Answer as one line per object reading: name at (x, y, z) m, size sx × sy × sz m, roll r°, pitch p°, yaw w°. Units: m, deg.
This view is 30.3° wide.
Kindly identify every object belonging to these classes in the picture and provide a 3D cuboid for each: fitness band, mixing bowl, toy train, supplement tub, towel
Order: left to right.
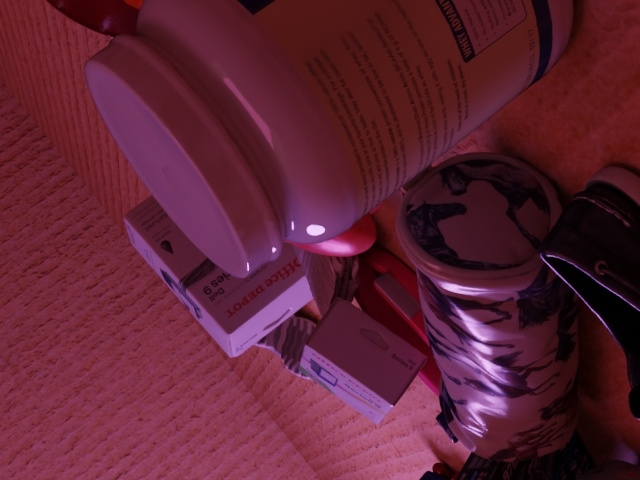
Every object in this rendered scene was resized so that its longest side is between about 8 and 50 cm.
mixing bowl at (-0.296, -0.371, 1.665) m, size 0.181 × 0.181 × 0.098 m, roll 45°, pitch 119°, yaw 24°
towel at (0.000, 0.000, 1.726) m, size 0.282 × 0.049 × 0.187 m, roll 103°, pitch 147°, yaw -72°
supplement tub at (0.007, -0.145, 0.917) m, size 0.235 × 0.325 × 0.235 m, roll 47°, pitch 164°, yaw 18°
fitness band at (0.143, 0.131, 1.685) m, size 0.291 × 0.054 × 0.209 m, roll 48°, pitch 167°, yaw 17°
toy train at (0.260, 0.489, 2.073) m, size 0.143 × 0.105 × 0.248 m, roll 45°, pitch 167°, yaw -15°

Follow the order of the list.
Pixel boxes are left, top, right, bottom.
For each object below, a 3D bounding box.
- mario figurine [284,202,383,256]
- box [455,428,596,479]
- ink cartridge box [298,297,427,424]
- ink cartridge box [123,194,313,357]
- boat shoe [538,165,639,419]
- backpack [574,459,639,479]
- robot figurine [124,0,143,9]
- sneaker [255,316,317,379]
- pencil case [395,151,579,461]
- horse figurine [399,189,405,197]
mario figurine at (-0.013, -0.127, 1.495) m, size 0.320 × 0.170 × 0.198 m, roll 59°, pitch -157°, yaw 13°
box at (0.250, 0.298, 1.431) m, size 0.051 × 0.220 × 0.175 m, roll -10°, pitch 121°, yaw 43°
ink cartridge box at (0.056, 0.178, 1.717) m, size 0.154 × 0.093 × 0.212 m, roll 34°, pitch 163°, yaw 5°
ink cartridge box at (-0.162, 0.021, 2.019) m, size 0.289 × 0.211 × 0.121 m, roll 46°, pitch 162°, yaw 17°
boat shoe at (0.304, 0.104, 1.017) m, size 0.340 × 0.113 × 0.127 m, roll 56°, pitch 164°, yaw -13°
backpack at (0.333, 0.344, 1.336) m, size 0.144 × 0.188 × 0.166 m, roll 55°, pitch 165°, yaw -10°
robot figurine at (-0.245, -0.385, 1.495) m, size 0.128 × 0.158 × 0.219 m, roll 21°, pitch -176°, yaw -32°
sneaker at (-0.032, 0.200, 2.325) m, size 0.115 × 0.105 × 0.281 m, roll 20°, pitch -175°, yaw -41°
pencil case at (0.179, 0.079, 1.244) m, size 0.183 × 0.160 × 0.410 m, roll 26°, pitch 154°, yaw 29°
horse figurine at (0.042, -0.174, 1.255) m, size 0.263 × 0.066 × 0.174 m, roll 45°, pitch 158°, yaw 16°
